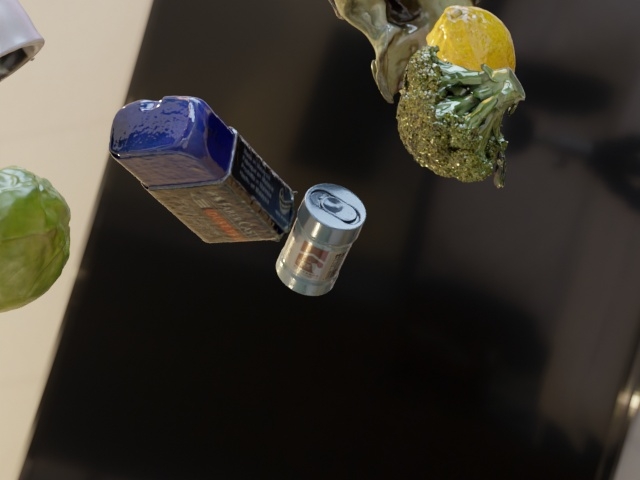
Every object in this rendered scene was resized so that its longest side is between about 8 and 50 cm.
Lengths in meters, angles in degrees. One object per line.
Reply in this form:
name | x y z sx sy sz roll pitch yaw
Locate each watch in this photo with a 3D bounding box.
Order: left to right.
watch | -0.476 -0.265 1.914 0.231 0.196 0.244 -32 4 33

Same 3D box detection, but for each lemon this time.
lemon | 0.199 -0.248 1.958 0.155 0.114 0.114 61 -144 -39

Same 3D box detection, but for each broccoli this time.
broccoli | 0.129 -0.116 1.364 0.130 0.120 0.131 30 -145 -50

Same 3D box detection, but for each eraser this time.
eraser | -0.165 -0.096 2.178 0.332 0.155 0.102 45 -133 -57

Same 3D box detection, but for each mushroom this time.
mushroom | 0.137 -0.333 2.336 0.130 0.344 0.247 2 54 58

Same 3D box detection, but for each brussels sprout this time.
brussels sprout | -0.455 0.000 2.103 0.161 0.223 0.223 6 76 55

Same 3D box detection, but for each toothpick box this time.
toothpick box | 0.000 0.000 2.282 0.101 0.101 0.153 -69 2 -49

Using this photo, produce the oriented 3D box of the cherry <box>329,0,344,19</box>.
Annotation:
cherry | 0.070 -0.498 2.512 0.188 0.115 0.148 65 -144 -28
